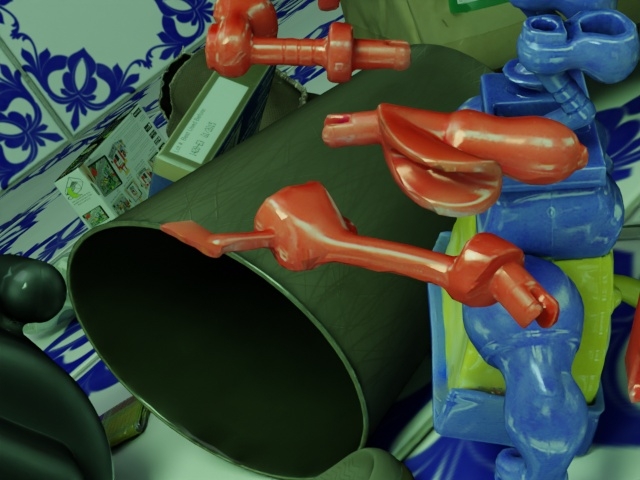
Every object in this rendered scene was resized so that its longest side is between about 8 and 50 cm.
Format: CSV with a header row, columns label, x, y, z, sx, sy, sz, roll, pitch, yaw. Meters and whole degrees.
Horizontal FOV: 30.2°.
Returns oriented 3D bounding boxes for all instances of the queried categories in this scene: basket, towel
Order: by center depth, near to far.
label,x,y,z,sx,sy,sz,roll,pitch,yaw
basket,0.012,-0.003,0.650,0.204,0.154,0.227,8,38,42
towel,-0.151,0.135,0.813,0.083,0.009,0.060,-32,17,8

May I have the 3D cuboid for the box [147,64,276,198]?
label,x,y,z,sx,sy,sz,roll,pitch,yaw
box,-0.084,-0.010,0.796,0.136,0.037,0.225,-65,-6,-45

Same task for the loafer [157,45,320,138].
label,x,y,z,sx,sy,sz,roll,pitch,yaw
loafer,-0.073,-0.086,0.989,0.133,0.130,0.366,-62,20,2

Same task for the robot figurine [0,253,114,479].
label,x,y,z,sx,sy,sz,roll,pitch,yaw
robot figurine,-0.220,0.125,0.679,0.209,0.173,0.278,-26,13,-19

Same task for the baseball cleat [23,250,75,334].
label,x,y,z,sx,sy,sz,roll,pitch,yaw
baseball cleat,-0.219,0.032,1.130,0.206,0.072,0.109,-15,18,40

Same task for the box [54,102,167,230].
label,x,y,z,sx,sy,sz,roll,pitch,yaw
box,-0.213,-0.066,1.318,0.036,0.114,0.207,-28,17,21

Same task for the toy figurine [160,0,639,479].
label,x,y,z,sx,sy,sz,roll,pitch,yaw
toy figurine,0.054,-0.020,0.492,0.191,0.217,0.362,0,39,0

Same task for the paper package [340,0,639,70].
label,x,y,z,sx,sy,sz,roll,pitch,yaw
paper package,0.175,-0.247,0.851,0.325,0.168,0.309,-18,15,-6

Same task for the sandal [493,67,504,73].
label,x,y,z,sx,sy,sz,roll,pitch,yaw
sandal,0.089,-0.115,0.938,0.102,0.076,0.265,-23,20,35

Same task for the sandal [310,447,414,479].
label,x,y,z,sx,sy,sz,roll,pitch,yaw
sandal,-0.061,0.148,0.510,0.219,0.060,0.090,-33,16,3
